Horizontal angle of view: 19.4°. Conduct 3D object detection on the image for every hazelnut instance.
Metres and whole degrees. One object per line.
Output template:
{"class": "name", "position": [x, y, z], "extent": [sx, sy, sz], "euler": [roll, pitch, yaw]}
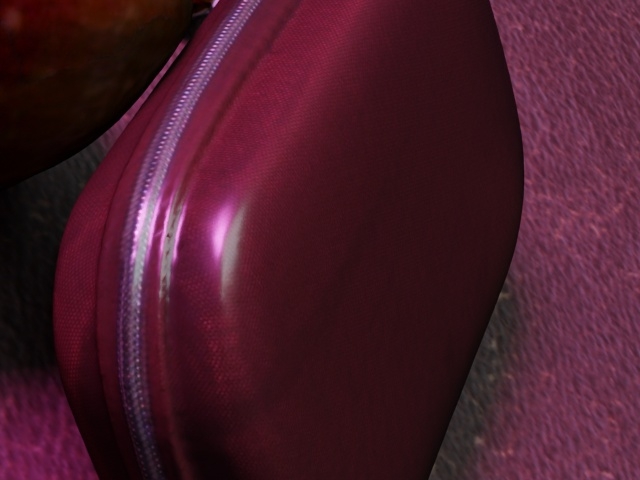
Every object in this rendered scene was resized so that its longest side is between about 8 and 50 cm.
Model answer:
{"class": "hazelnut", "position": [-0.174, -0.107, 0.870], "extent": [0.218, 0.218, 0.234], "euler": [2, 19, -39]}

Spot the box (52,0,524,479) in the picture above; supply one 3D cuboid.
{"class": "box", "position": [0.000, 0.000, 0.919], "extent": [0.404, 0.108, 0.263], "euler": [-61, 142, -50]}

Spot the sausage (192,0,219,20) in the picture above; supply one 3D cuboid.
{"class": "sausage", "position": [-0.114, -0.233, 1.133], "extent": [0.083, 0.083, 0.264], "euler": [-14, 66, -46]}
